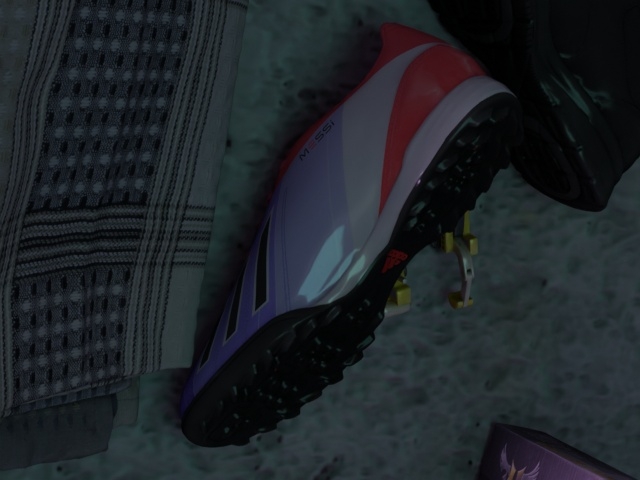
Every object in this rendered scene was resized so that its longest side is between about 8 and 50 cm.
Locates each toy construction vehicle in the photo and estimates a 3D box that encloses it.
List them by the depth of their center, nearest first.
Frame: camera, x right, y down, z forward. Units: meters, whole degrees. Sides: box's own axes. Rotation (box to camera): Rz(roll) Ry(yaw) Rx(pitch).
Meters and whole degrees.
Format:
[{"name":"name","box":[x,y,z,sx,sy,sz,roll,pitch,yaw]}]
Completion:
[{"name":"toy construction vehicle","box":[0.071,0.007,1.269,0.086,0.035,0.098,-10,107,-27]}]

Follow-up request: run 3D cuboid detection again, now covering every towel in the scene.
[{"name":"towel","box":[-0.141,-0.018,1.039,0.312,0.056,0.324,-6,111,-68]}]

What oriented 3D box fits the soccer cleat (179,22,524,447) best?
[{"name":"soccer cleat","box":[0.000,0.000,1.204,0.318,0.116,0.108,-52,151,10]}]

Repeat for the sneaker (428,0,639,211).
[{"name":"sneaker","box":[0.163,-0.161,1.251,0.130,0.109,0.286,-42,128,-21]}]

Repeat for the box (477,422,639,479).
[{"name":"box","box":[0.186,0.254,1.281,0.056,0.231,0.183,13,97,-34]}]
